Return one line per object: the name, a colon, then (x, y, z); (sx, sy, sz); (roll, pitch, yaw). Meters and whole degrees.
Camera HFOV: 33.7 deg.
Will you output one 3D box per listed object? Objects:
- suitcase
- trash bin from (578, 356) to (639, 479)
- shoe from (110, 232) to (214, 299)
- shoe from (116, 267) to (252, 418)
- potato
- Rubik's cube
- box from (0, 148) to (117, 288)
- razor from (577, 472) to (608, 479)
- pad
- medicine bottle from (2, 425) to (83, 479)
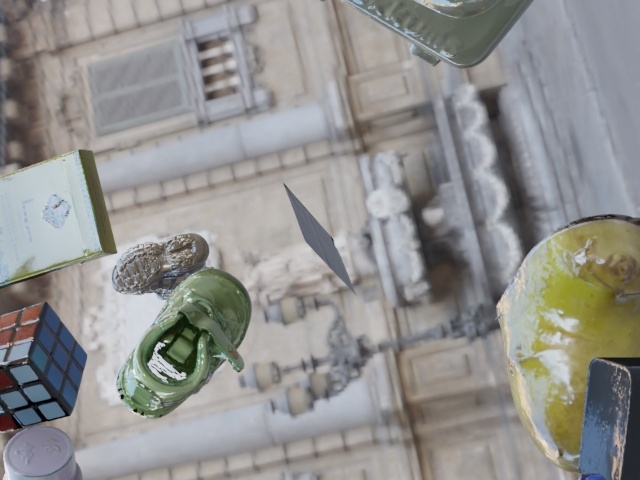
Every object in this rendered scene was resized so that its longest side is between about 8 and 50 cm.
suitcase: (0.147, -0.418, 1.325); (0.351, 0.339, 0.194); (25, -149, -25)
trash bin: (0.433, 0.222, 1.257); (0.115, 0.225, 0.165); (-165, 80, -73)
shoe: (-0.272, 0.054, 1.843); (0.092, 0.180, 0.089); (70, 180, -54)
shoe: (-0.189, 0.156, 1.569); (0.140, 0.262, 0.128); (47, 153, -12)
potato: (0.459, 0.194, 1.723); (0.397, 0.290, 0.296); (120, 151, -48)
Rubik's cube: (-0.553, 0.238, 1.976); (0.160, 0.163, 0.162); (-89, -21, -52)
box: (-0.433, -0.019, 1.517); (0.041, 0.279, 0.153); (2, -108, -69)
razor: (0.256, 0.310, 0.758); (0.093, 0.056, 0.324); (-31, -75, -39)
pad: (0.000, 0.000, 1.570); (0.193, 0.004, 0.116); (49, -164, -54)
medicine bottle: (-0.525, 0.485, 2.010); (0.152, 0.152, 0.254); (-92, 6, -55)
